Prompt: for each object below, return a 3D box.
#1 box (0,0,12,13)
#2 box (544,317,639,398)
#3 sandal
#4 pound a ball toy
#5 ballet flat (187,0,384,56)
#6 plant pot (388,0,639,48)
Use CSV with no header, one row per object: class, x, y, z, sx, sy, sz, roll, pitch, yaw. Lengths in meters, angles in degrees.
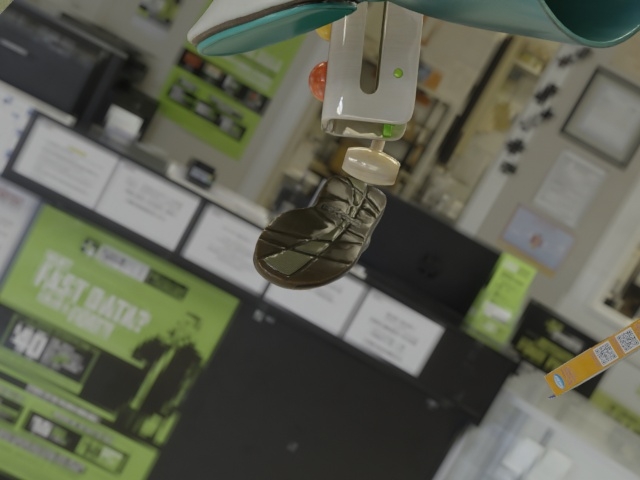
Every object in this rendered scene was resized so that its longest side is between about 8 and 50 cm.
box,-0.276,-0.248,0.872,0.117,0.243,0.213,13,-31,49
box,0.286,0.116,1.376,0.081,0.136,0.028,-8,67,-61
sandal,0.000,0.000,1.346,0.090,0.060,0.219,27,31,6
pound a ball toy,0.055,-0.245,1.756,0.136,0.319,0.208,6,-6,0
ballet flat,0.020,-0.306,1.487,0.400,0.139,0.139,-11,-15,33
plant pot,0.119,-0.297,1.028,0.235,0.293,0.293,10,-4,39
